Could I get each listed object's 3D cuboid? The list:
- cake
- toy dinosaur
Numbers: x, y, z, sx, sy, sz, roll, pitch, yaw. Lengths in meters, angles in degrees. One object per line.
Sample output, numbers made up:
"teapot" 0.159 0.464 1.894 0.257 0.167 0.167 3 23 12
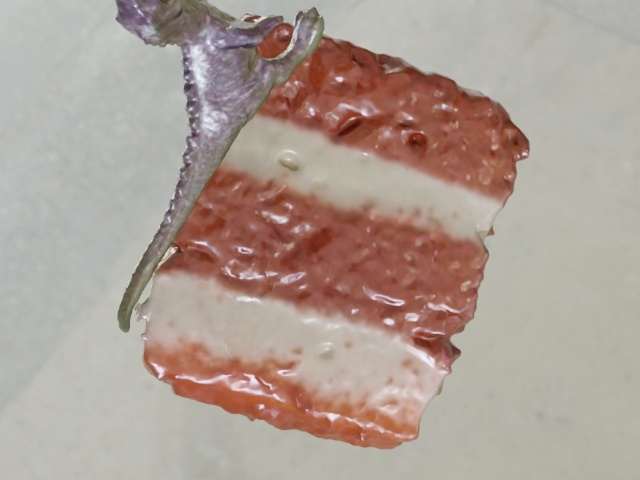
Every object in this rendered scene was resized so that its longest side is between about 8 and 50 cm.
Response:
"cake" 0.000 0.000 1.451 0.269 0.270 0.319 163 125 -87
"toy dinosaur" -0.087 -0.089 1.180 0.072 0.251 0.200 26 33 26
